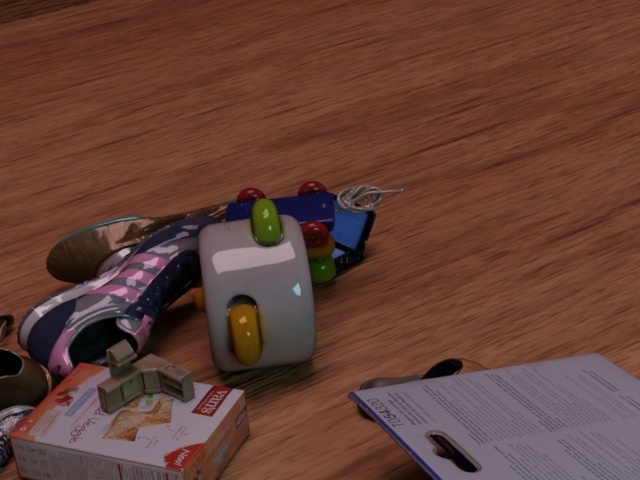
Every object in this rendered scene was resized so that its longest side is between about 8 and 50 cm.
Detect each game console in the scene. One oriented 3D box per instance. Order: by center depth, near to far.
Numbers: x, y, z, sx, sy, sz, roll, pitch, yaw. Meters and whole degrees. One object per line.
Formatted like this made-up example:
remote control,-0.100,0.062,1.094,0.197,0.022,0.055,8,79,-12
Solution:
game console,0.007,-0.010,1.814,0.107,0.071,0.122,-27,34,-34

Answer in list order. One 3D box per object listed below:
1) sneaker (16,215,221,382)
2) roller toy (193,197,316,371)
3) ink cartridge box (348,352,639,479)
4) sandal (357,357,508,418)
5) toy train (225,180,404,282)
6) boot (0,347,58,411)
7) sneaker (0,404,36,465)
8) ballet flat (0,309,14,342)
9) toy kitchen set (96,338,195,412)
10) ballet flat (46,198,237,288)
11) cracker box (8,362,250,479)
sneaker,-0.236,0.087,1.631,0.319,0.112,0.131,-34,45,-18
roller toy,-0.088,0.070,1.559,0.146,0.191,0.209,-7,70,-5
ink cartridge box,0.239,0.222,1.255,0.330,0.072,0.324,-7,20,-21
sandal,0.151,0.170,1.460,0.219,0.060,0.090,-2,28,8
toy train,0.000,0.000,1.711,0.248,0.143,0.105,-6,42,5
boot,-0.486,0.165,1.509,0.305,0.115,0.112,-2,62,10
sneaker,-0.384,0.245,1.446,0.135,0.052,0.058,-28,44,-22
ballet flat,-0.465,0.138,1.649,0.052,0.057,0.168,11,31,10
toy kitchen set,-0.203,0.157,1.402,0.075,0.068,0.083,18,35,39
ballet flat,-0.219,0.025,1.780,0.342,0.116,0.124,-11,48,-18
cracker box,-0.219,0.224,1.424,0.232,0.067,0.156,7,30,21
